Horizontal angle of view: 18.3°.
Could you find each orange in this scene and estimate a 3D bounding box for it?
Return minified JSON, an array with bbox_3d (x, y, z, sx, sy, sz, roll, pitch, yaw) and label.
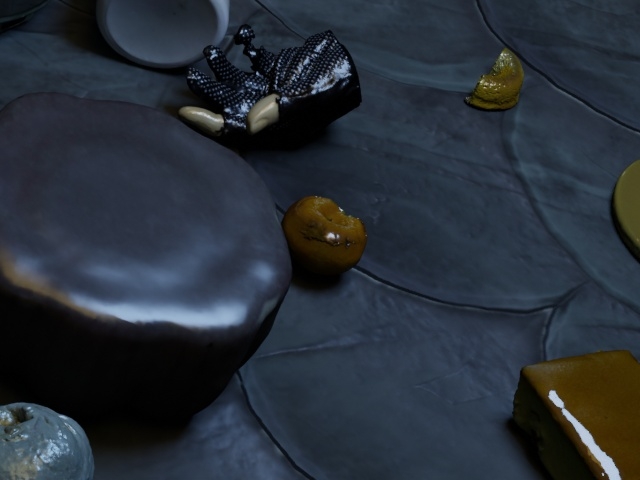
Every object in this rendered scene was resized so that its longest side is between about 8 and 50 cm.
[{"bbox_3d":[0.000,0.000,1.897,0.086,0.062,0.086,21,26,-11],"label":"orange"}]

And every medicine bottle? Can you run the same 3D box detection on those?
[{"bbox_3d":[-0.159,-0.301,2.057,0.139,0.139,0.237,13,45,-15],"label":"medicine bottle"}]

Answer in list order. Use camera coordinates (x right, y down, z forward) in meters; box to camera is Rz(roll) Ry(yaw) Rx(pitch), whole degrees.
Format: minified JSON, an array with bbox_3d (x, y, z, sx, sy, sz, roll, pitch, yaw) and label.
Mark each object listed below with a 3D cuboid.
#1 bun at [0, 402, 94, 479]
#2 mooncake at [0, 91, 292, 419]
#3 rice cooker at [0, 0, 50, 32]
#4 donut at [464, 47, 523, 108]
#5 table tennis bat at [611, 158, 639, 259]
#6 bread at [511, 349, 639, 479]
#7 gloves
[{"bbox_3d":[-0.245,0.169,1.556,0.140,0.083,0.141,-2,10,0],"label":"bun"},{"bbox_3d":[-0.184,0.019,1.718,0.306,0.154,0.306,14,43,-13],"label":"mooncake"},{"bbox_3d":[-0.351,-0.372,1.927,0.288,0.277,0.288,13,45,-14],"label":"rice cooker"},{"bbox_3d":[0.192,-0.178,2.186,0.083,0.038,0.067,-6,54,-33],"label":"donut"},{"bbox_3d":[0.467,-0.007,2.148,0.320,0.050,0.198,11,45,-12],"label":"table tennis bat"},{"bbox_3d":[0.318,0.254,1.794,0.138,0.077,0.361,-13,56,-34],"label":"bread"},{"bbox_3d":[-0.056,-0.144,2.001,0.180,0.106,0.129,-19,58,-8],"label":"gloves"}]
